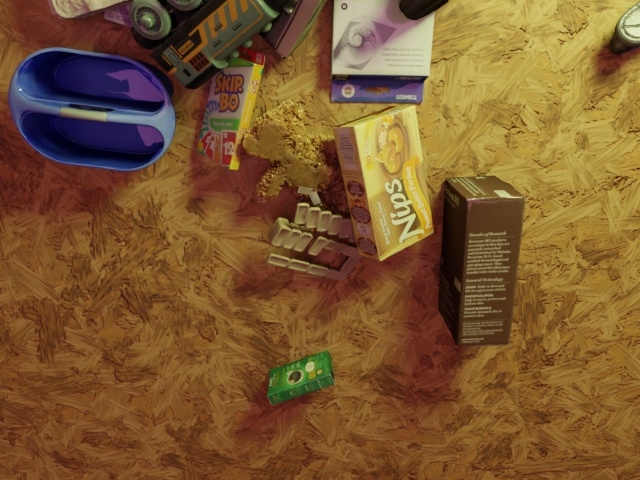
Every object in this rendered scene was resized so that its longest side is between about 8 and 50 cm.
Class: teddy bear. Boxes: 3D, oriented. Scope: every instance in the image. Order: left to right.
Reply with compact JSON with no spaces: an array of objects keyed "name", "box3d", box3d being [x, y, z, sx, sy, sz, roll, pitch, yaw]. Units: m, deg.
[{"name":"teddy bear","box3d":[-0.036,-0.166,1.176,0.338,0.113,0.245,31,115,-20]}]

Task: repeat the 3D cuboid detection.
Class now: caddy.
[{"name":"caddy","box3d":[-0.478,-0.282,1.072,0.342,0.179,0.241,6,112,-4]}]

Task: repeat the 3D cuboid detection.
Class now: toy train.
[{"name":"toy train","box3d":[-0.199,-0.430,0.914,0.334,0.142,0.190,-26,124,29]}]

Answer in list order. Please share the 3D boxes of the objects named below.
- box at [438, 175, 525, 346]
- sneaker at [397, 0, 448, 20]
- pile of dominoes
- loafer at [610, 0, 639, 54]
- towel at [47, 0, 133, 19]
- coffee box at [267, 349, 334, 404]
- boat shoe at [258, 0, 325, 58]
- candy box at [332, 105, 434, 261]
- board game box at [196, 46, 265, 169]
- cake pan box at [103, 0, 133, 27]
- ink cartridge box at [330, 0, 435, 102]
[{"name":"box","box3d":[0.382,0.049,1.210,0.143,0.191,0.381,-1,111,-1]},{"name":"sneaker","box3d":[0.257,-0.663,0.948,0.257,0.169,0.447,43,98,0]},{"name":"pile of dominoes","box3d":[0.000,0.000,1.223,0.251,0.040,0.196,16,126,-31]},{"name":"loafer","box3d":[0.766,-0.510,1.069,0.303,0.095,0.109,-32,78,6]},{"name":"towel","box3d":[-0.432,-0.558,0.971,0.283,0.049,0.187,-12,107,12]},{"name":"coffee box","box3d":[-0.055,0.378,1.371,0.184,0.113,0.040,-21,113,5]},{"name":"boat shoe","box3d":[-0.055,-0.505,0.944,0.158,0.127,0.340,38,147,-10]},{"name":"candy box","box3d":[0.151,-0.133,1.147,0.183,0.088,0.316,-25,114,-28]},{"name":"board game box","box3d":[-0.203,-0.301,1.110,0.124,0.039,0.259,31,111,32]},{"name":"cake pan box","box3d":[-0.302,-0.542,1.018,0.267,0.070,0.245,19,108,2]},{"name":"ink cartridge box","box3d":[0.134,-0.418,1.101,0.224,0.045,0.223,0,112,-1]}]
